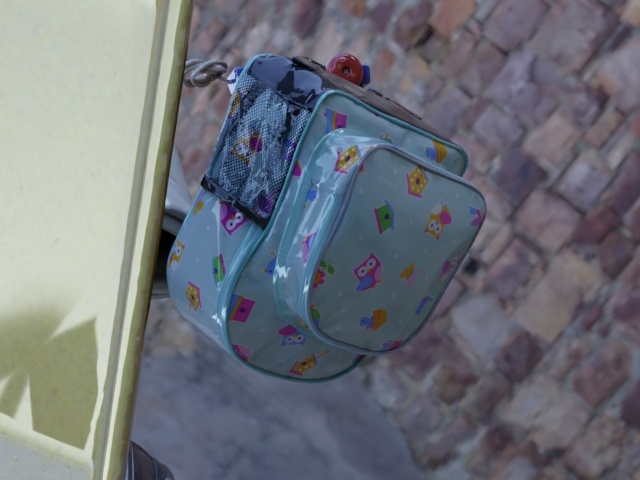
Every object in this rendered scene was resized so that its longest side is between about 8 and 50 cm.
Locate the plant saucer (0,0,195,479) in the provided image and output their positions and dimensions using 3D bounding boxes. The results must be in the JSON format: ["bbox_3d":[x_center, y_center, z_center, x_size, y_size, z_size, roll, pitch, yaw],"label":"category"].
[{"bbox_3d":[-0.205,-0.027,0.650,0.081,0.332,0.333,-31,-44,-61],"label":"plant saucer"}]

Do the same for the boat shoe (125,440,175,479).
[{"bbox_3d":[-0.142,0.258,0.865,0.108,0.102,0.301,-33,37,28],"label":"boat shoe"}]

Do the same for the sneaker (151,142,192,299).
[{"bbox_3d":[-0.187,-0.062,0.882,0.292,0.169,0.108,28,-70,-38],"label":"sneaker"}]

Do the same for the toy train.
[{"bbox_3d":[-0.068,-0.124,1.482,0.248,0.143,0.105,-3,-5,-13],"label":"toy train"}]

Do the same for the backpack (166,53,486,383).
[{"bbox_3d":[0.000,0.000,0.858,0.166,0.144,0.188,19,-73,-48],"label":"backpack"}]
